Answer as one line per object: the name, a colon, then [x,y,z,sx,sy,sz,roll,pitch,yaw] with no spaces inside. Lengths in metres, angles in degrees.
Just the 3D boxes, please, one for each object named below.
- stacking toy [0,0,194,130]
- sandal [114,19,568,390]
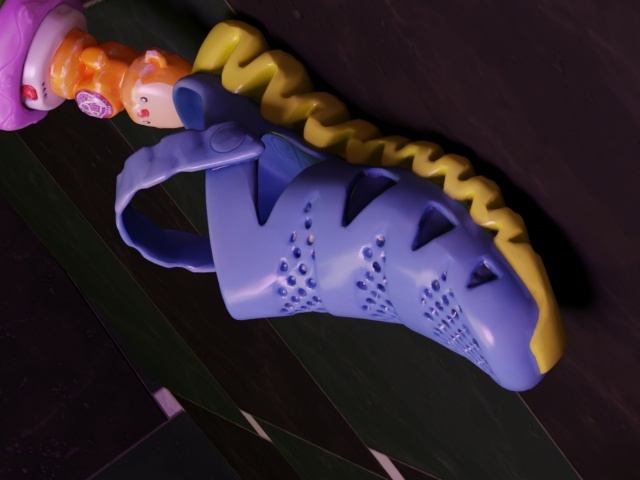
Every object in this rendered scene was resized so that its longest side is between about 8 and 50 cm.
stacking toy: [-0.210,-0.131,1.017,0.302,0.166,0.175,21,144,12]
sandal: [0.000,0.000,0.868,0.317,0.138,0.126,33,157,43]
